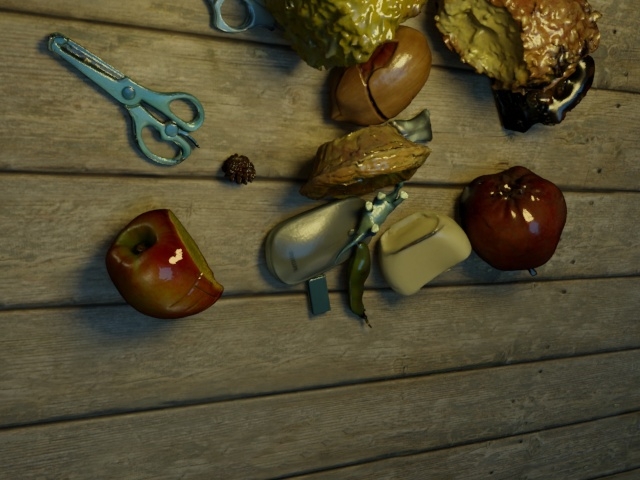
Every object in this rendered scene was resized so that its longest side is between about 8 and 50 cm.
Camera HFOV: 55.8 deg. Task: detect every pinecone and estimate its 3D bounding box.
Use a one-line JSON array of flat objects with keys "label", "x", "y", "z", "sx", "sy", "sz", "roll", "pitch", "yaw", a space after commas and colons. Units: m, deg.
[{"label": "pinecone", "x": -0.200, "y": -0.172, "z": 1.496, "sx": 0.077, "sy": 0.077, "sz": 0.083, "roll": -43, "pitch": 131, "yaw": -3}]

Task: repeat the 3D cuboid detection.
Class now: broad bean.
[{"label": "broad bean", "x": 0.109, "y": 0.128, "z": 1.748, "sx": 0.075, "sy": 0.067, "sz": 0.325, "roll": -9, "pitch": 131, "yaw": -8}]

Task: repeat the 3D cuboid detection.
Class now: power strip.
[{"label": "power strip", "x": -0.007, "y": 0.152, "z": 1.740, "sx": 0.056, "sy": 0.032, "sz": 0.123, "roll": -17, "pitch": 116, "yaw": -19}]

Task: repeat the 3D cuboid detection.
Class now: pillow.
[{"label": "pillow", "x": 0.253, "y": -0.301, "z": 1.660, "sx": 0.136, "sy": 0.055, "sz": 0.091, "roll": -20, "pitch": 86, "yaw": -20}]

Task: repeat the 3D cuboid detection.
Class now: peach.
[{"label": "peach", "x": -0.364, "y": 0.071, "z": 1.437, "sx": 0.245, "sy": 0.248, "sz": 0.274, "roll": -19, "pitch": 139, "yaw": 22}]

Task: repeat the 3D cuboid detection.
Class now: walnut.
[{"label": "walnut", "x": 0.144, "y": -0.396, "z": 1.496, "sx": 0.298, "sy": 0.203, "sz": 0.203, "roll": -43, "pitch": 123, "yaw": 16}]

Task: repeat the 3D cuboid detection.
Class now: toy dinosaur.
[{"label": "toy dinosaur", "x": 0.150, "y": -0.075, "z": 1.612, "sx": 0.076, "sy": 0.144, "sz": 0.329, "roll": 39, "pitch": 68, "yaw": 1}]

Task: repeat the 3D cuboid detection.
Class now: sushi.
[{"label": "sushi", "x": 0.637, "y": -0.445, "z": 1.692, "sx": 0.227, "sy": 0.212, "sz": 0.215, "roll": -32, "pitch": 120, "yaw": -11}, {"label": "sushi", "x": 0.077, "y": -0.567, "z": 1.305, "sx": 0.240, "sy": 0.351, "sz": 0.396, "roll": 46, "pitch": 75, "yaw": -25}]

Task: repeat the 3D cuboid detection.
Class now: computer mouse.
[{"label": "computer mouse", "x": 0.003, "y": 0.002, "z": 1.652, "sx": 0.331, "sy": 0.095, "sz": 0.197, "roll": -26, "pitch": 123, "yaw": -13}]

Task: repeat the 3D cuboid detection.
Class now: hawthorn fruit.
[{"label": "hawthorn fruit", "x": 0.564, "y": -0.058, "z": 1.779, "sx": 0.308, "sy": 0.308, "sz": 0.325, "roll": -44, "pitch": 155, "yaw": -3}]

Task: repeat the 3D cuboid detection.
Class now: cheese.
[{"label": "cheese", "x": 0.300, "y": 0.041, "z": 1.757, "sx": 0.266, "sy": 0.127, "sz": 0.233, "roll": -30, "pitch": 121, "yaw": 12}]

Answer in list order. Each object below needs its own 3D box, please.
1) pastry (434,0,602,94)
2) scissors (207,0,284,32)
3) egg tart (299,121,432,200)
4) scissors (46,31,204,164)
[{"label": "pastry", "x": 0.491, "y": -0.550, "z": 1.501, "sx": 0.337, "sy": 0.405, "sz": 0.292, "roll": -38, "pitch": 157, "yaw": -25}, {"label": "scissors", "x": -0.092, "y": -0.518, "z": 1.427, "sx": 0.360, "sy": 0.029, "sz": 0.191, "roll": 26, "pitch": 97, "yaw": -31}, {"label": "egg tart", "x": 0.103, "y": -0.198, "z": 1.502, "sx": 0.352, "sy": 0.352, "sz": 0.150, "roll": -16, "pitch": 87, "yaw": -18}, {"label": "scissors", "x": -0.428, "y": -0.321, "z": 1.349, "sx": 0.393, "sy": 0.032, "sz": 0.180, "roll": 35, "pitch": 93, "yaw": -33}]
